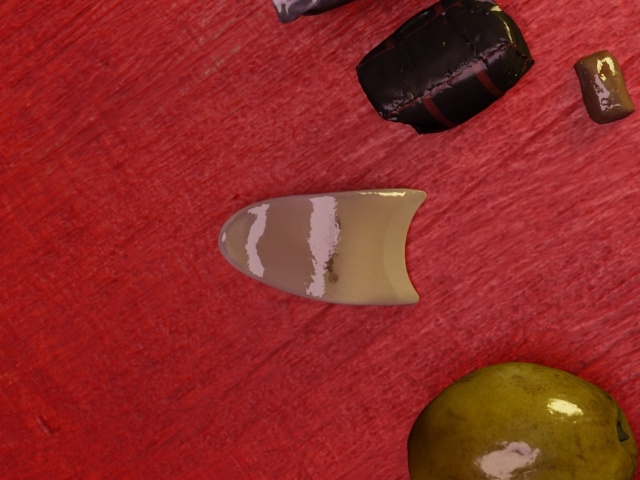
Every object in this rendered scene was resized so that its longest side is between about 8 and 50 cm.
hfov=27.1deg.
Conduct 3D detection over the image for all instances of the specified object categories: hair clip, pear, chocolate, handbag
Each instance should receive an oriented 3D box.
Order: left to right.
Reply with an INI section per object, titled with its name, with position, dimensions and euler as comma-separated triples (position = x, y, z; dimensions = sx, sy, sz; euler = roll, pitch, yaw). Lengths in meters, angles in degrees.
[hair clip]
position = 0.003, 0.003, 1.908
dimensions = 0.282, 0.113, 0.172
euler = 6, 98, 11
[handbag]
position = 0.174, -0.239, 1.816
dimensions = 0.215, 0.169, 0.155
euler = -30, 74, 15
[pear]
position = 0.271, 0.293, 1.813
dimensions = 0.307, 0.253, 0.252
euler = -13, 94, 19
[chocolate]
position = 0.394, -0.213, 1.842
dimensions = 0.065, 0.031, 0.100
euler = -17, 91, 9

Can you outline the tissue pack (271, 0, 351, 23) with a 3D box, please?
[tissue pack]
position = 0.128, -0.414, 1.744
dimensions = 0.394, 0.288, 0.124
euler = -20, 102, 14
